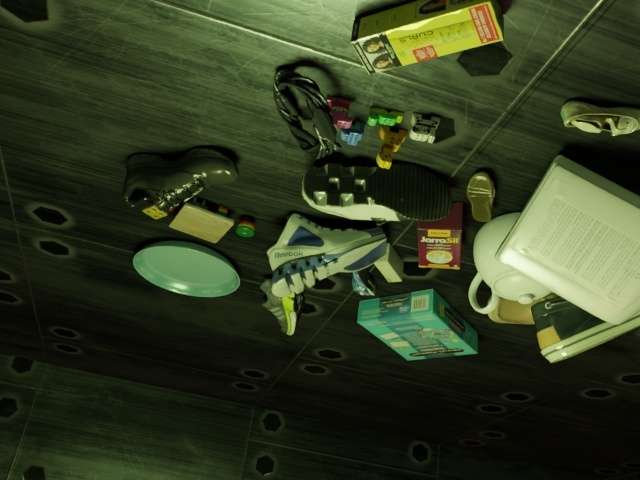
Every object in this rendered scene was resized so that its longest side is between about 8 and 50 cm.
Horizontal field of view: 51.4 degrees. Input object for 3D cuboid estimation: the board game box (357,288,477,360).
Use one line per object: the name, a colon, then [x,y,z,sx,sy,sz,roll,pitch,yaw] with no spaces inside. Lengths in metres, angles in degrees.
board game box: [0.312,0.274,2.094,0.254,0.079,0.336,-13,145,32]

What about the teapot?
teapot: [0.480,0.066,1.581,0.253,0.187,0.256,0,150,14]

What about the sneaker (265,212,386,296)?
sneaker: [-0.001,0.000,1.660,0.316,0.182,0.127,-20,153,-10]

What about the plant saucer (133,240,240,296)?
plant saucer: [-0.393,0.081,1.978,0.318,0.043,0.317,7,151,4]

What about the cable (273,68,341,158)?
cable: [-0.031,-0.243,1.268,0.184,0.047,0.150,58,160,-18]

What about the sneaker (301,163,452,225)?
sneaker: [0.123,-0.100,1.479,0.331,0.122,0.146,8,168,-2]

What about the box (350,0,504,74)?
box: [0.172,-0.342,1.078,0.232,0.058,0.087,-8,146,26]

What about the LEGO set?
LEGO set: [0.113,-0.200,1.304,0.227,0.093,0.087,10,151,-2]

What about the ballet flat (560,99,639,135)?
ballet flat: [0.522,-0.215,1.215,0.168,0.052,0.057,8,150,1]

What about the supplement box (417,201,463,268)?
supplement box: [0.288,-0.010,1.603,0.104,0.080,0.188,2,150,11]

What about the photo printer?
photo printer: [0.550,0.008,1.342,0.308,0.107,0.256,30,115,11]

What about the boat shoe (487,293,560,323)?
boat shoe: [0.600,0.158,1.697,0.341,0.110,0.121,-9,109,-6]

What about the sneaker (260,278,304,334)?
sneaker: [-0.120,0.196,2.066,0.121,0.111,0.300,15,146,9]

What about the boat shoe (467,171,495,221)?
boat shoe: [0.359,-0.103,1.470,0.056,0.048,0.153,8,146,26]

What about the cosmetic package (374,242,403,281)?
cosmetic package: [0.183,0.060,1.776,0.041,0.060,0.115,-6,146,26]

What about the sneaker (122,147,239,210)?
sneaker: [-0.320,-0.128,1.508,0.286,0.130,0.109,-5,146,20]

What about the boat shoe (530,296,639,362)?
boat shoe: [0.727,0.128,1.568,0.500,0.156,0.187,-21,159,-5]

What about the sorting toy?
sorting toy: [-0.311,-0.060,1.705,0.275,0.046,0.132,21,148,-21]

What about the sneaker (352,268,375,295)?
sneaker: [0.113,0.119,1.904,0.059,0.053,0.144,-3,148,23]
